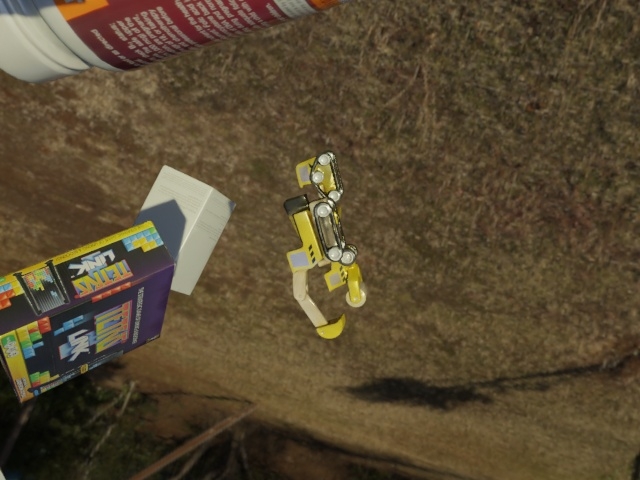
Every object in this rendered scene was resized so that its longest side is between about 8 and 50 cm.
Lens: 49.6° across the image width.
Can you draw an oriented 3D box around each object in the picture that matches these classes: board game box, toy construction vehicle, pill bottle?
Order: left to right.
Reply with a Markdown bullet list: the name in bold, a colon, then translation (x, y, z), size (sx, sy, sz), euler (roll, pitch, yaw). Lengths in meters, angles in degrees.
- **board game box**: translation (-0.203, 0.066, 0.590), size (0.048, 0.141, 0.170), euler (58, 152, 17)
- **pill bottle**: translation (-0.165, -0.305, 0.715), size (0.392, 0.224, 0.224), euler (-12, 155, 17)
- **toy construction vehicle**: translation (0.000, 0.000, 0.414), size (0.035, 0.098, 0.086), euler (-13, -168, 9)

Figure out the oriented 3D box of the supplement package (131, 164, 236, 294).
- **supplement package**: translation (-0.239, -0.014, 1.153), size (0.105, 0.179, 0.105), euler (25, 175, 18)

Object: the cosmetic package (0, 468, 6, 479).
- **cosmetic package**: translation (-0.684, 0.326, 1.010), size (0.377, 0.284, 0.097), euler (31, 137, 31)
